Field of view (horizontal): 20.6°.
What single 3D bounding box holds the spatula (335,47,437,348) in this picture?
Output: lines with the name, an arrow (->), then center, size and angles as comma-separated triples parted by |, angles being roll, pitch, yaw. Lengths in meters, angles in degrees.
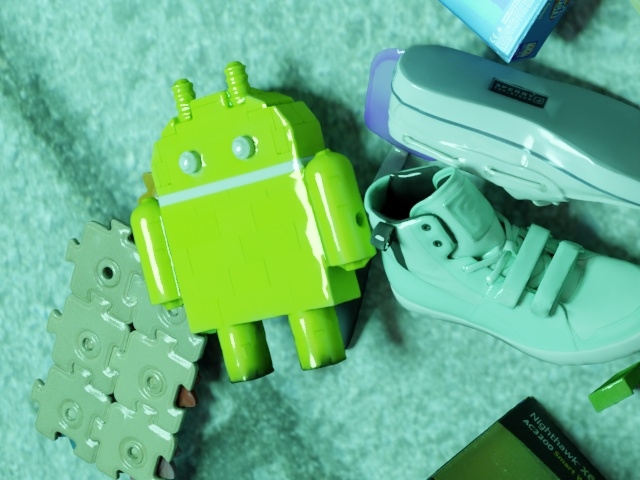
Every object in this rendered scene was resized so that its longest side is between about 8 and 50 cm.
spatula -> 0.046, -0.028, 1.511 | 0.084, 0.030, 0.296 | 29, 118, 21

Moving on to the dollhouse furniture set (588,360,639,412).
dollhouse furniture set -> 0.282, 0.172, 1.415 | 0.076, 0.058, 0.152 | -32, 87, 34

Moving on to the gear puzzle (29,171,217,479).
gear puzzle -> -0.170, 0.069, 1.668 | 0.175, 0.044, 0.339 | 27, 114, 23

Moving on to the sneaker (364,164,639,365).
sneaker -> 0.149, 0.014, 1.387 | 0.256, 0.094, 0.151 | 10, 149, 30

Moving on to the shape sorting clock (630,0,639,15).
shape sorting clock -> 0.306, -0.230, 1.285 | 0.206, 0.040, 0.206 | 10, 109, 32

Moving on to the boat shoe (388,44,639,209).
boat shoe -> 0.174, -0.073, 1.387 | 0.258, 0.095, 0.084 | 26, 133, 17

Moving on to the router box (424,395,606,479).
router box -> 0.198, 0.297, 1.395 | 0.309, 0.243, 0.081 | 47, 123, 9

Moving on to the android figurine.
android figurine -> -0.062, -0.016, 1.520 | 0.248, 0.056, 0.273 | -11, 94, 38

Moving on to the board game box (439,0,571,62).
board game box -> 0.123, -0.266, 1.365 | 0.210, 0.047, 0.160 | 45, 124, 20
